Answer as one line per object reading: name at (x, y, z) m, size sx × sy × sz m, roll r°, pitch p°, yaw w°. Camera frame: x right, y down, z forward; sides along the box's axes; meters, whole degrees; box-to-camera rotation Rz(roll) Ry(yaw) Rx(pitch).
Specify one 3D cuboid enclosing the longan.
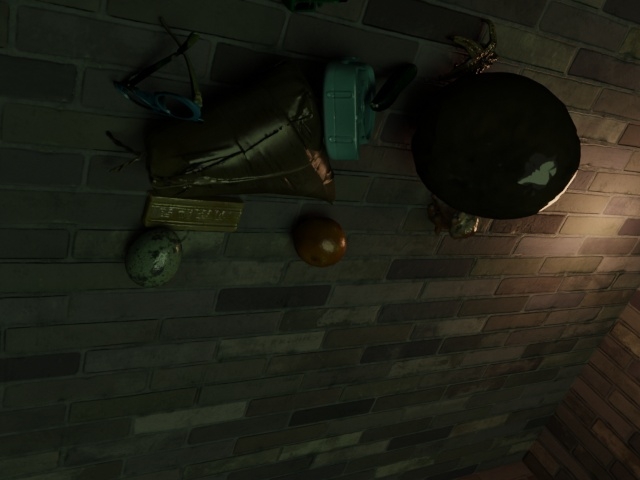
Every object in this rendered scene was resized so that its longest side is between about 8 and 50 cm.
longan at (0.472, -0.255, 1.622) m, size 0.404 × 0.436 × 0.403 m, roll 20°, pitch 90°, yaw -75°

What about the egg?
egg at (-0.415, 0.041, 1.498) m, size 0.132 × 0.132 × 0.172 m, roll 19°, pitch 122°, yaw -40°

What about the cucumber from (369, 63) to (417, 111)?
cucumber at (0.185, -0.387, 1.509) m, size 0.284 × 0.056 × 0.056 m, roll -51°, pitch 150°, yaw -45°

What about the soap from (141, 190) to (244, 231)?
soap at (-0.326, -0.073, 1.535) m, size 0.252 × 0.037 × 0.092 m, roll 2°, pitch 121°, yaw -33°

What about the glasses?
glasses at (-0.327, -0.351, 1.219) m, size 0.102 × 0.239 × 0.206 m, roll -16°, pitch 116°, yaw -53°

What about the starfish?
starfish at (0.405, -0.507, 1.631) m, size 0.190 × 0.074 × 0.146 m, roll -36°, pitch 140°, yaw 0°

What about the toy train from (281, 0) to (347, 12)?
toy train at (-0.003, -0.575, 1.315) m, size 0.228 × 0.091 × 0.136 m, roll -10°, pitch 139°, yaw -27°

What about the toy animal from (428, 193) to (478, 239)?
toy animal at (0.431, -0.046, 1.918) m, size 0.104 × 0.185 × 0.183 m, roll -20°, pitch 132°, yaw -20°

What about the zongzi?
zongzi at (-0.199, -0.132, 1.452) m, size 0.500 × 0.218 × 0.466 m, roll -27°, pitch 138°, yaw -8°

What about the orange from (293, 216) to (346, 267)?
orange at (0.000, 0.000, 1.724) m, size 0.159 × 0.159 × 0.136 m, roll 60°, pitch 43°, yaw -44°

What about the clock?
clock at (0.077, -0.331, 1.440) m, size 0.094 × 0.274 × 0.223 m, roll 5°, pitch 118°, yaw 15°
